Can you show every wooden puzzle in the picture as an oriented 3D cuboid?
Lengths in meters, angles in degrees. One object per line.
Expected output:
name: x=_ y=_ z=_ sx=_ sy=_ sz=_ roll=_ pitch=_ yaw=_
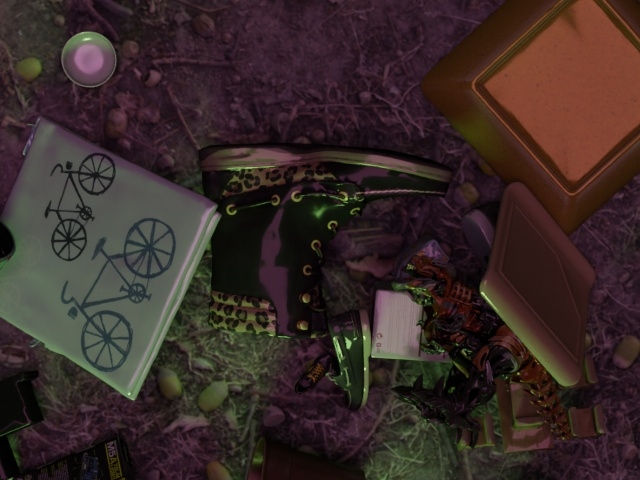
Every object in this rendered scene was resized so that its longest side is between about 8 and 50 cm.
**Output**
wooden puzzle: x=0.313 y=0.062 z=1.713 sx=0.044 sy=0.239 sz=0.221 roll=-27 pitch=115 yaw=37

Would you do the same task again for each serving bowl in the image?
serving bowl: x=-0.348 y=-0.274 z=1.795 sx=0.083 sy=0.027 sz=0.083 roll=0 pitch=96 yaw=0

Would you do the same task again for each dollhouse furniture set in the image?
dollhouse furniture set: x=0.313 y=0.305 z=1.807 sx=0.212 sy=0.161 sz=0.242 roll=-6 pitch=73 yaw=1

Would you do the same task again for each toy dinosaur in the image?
toy dinosaur: x=0.223 y=0.165 z=1.668 sx=0.322 sy=0.164 sz=0.218 roll=38 pitch=78 yaw=19

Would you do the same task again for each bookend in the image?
bookend: x=-0.488 y=0.299 z=1.815 sx=0.157 sy=0.072 sz=0.156 roll=-23 pitch=84 yaw=3

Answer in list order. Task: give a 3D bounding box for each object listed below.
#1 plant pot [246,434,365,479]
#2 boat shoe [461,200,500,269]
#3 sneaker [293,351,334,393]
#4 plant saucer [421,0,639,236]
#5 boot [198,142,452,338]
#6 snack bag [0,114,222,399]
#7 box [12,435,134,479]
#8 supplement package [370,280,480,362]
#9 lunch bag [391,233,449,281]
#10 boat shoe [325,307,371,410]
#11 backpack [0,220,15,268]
plant pot: x=-0.026 y=0.392 z=1.794 sx=0.165 sy=0.167 sz=0.167 roll=13 pitch=95 yaw=-9
boat shoe: x=0.295 y=0.044 z=1.797 sx=0.076 sy=0.080 sz=0.228 roll=-30 pitch=90 yaw=-22
sneaker: x=-0.009 y=0.208 z=1.830 sx=0.031 sy=0.035 sz=0.083 roll=40 pitch=95 yaw=-3
plant saucer: x=0.376 y=-0.224 z=1.764 sx=0.332 sy=0.081 sz=0.333 roll=-43 pitch=93 yaw=5
boot: x=0.000 y=0.000 z=1.760 sx=0.377 sy=0.138 sz=0.284 roll=3 pitch=94 yaw=4
snack bag: x=-0.352 y=0.022 z=1.781 sx=0.342 sy=0.037 sz=0.323 roll=26 pitch=97 yaw=17
box: x=-0.366 y=0.414 z=1.797 sx=0.184 sy=0.045 sz=0.191 roll=-21 pitch=54 yaw=0
supplement package: x=0.167 y=0.123 z=1.785 sx=0.179 sy=0.105 sz=0.105 roll=4 pitch=95 yaw=0
lunch bag: x=0.148 y=0.034 z=1.794 sx=0.083 sy=0.071 sz=0.053 roll=-36 pitch=98 yaw=2
boat shoe: x=0.037 y=0.180 z=1.771 sx=0.065 sy=0.075 sz=0.206 roll=-5 pitch=134 yaw=-7
backpack: x=-0.582 y=-0.013 z=1.724 sx=0.253 sy=0.225 sz=0.191 roll=37 pitch=102 yaw=1
